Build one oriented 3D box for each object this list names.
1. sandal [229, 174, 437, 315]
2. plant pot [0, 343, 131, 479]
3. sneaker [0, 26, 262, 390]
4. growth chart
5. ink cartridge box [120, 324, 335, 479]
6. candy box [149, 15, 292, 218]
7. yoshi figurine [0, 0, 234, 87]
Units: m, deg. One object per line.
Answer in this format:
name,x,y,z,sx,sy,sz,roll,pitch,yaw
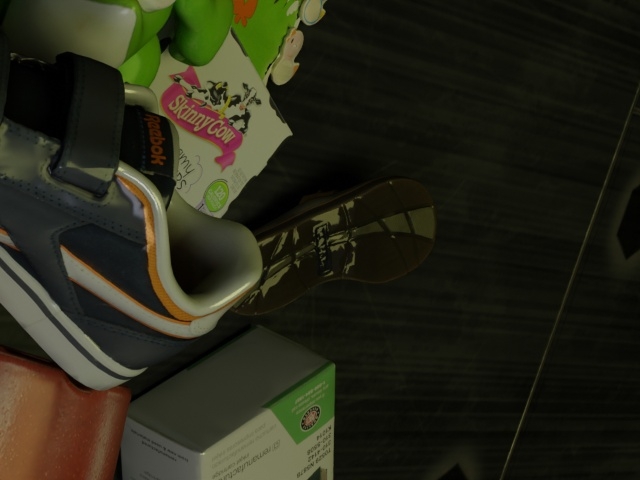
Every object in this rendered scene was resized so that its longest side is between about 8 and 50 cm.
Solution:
sandal,0.000,0.000,1.577,0.219,0.060,0.090,-21,121,-30
plant pot,-0.245,0.182,1.174,0.272,0.272,0.265,24,81,-57
sneaker,-0.156,-0.052,1.025,0.127,0.126,0.321,-28,132,21
growth chart,-0.028,-0.210,1.435,0.172,0.021,0.237,22,93,-56
ink cartridge box,-0.070,0.203,1.561,0.160,0.092,0.219,-32,133,-41
candy box,-0.127,-0.061,1.327,0.196,0.070,0.165,-50,143,-15
yoshi figurine,-0.123,-0.203,1.181,0.362,0.203,0.203,-50,165,-4
